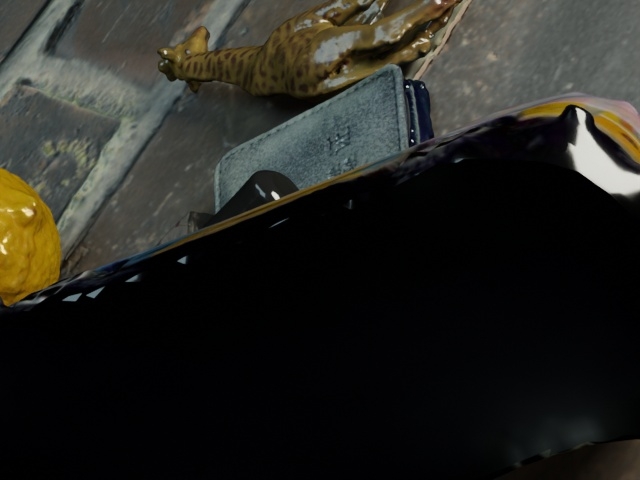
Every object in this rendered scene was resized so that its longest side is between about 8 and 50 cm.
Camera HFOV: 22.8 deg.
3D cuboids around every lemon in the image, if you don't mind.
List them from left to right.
[{"bbox_3d":[-0.269,0.023,1.162,0.187,0.142,0.142,-39,38,19],"label":"lemon"}]

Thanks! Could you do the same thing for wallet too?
[{"bbox_3d":[-0.001,-0.001,1.004,0.167,0.036,0.222,-26,42,26],"label":"wallet"}]

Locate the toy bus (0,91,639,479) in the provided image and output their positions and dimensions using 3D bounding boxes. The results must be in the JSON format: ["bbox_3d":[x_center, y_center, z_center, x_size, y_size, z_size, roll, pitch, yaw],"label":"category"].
[{"bbox_3d":[0.014,0.041,0.806,0.386,0.171,0.162,-20,10,27],"label":"toy bus"}]

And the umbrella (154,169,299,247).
[{"bbox_3d":[-0.132,0.079,0.998,0.337,0.073,0.067,-43,55,19],"label":"umbrella"}]

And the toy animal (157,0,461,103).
[{"bbox_3d":[-0.014,-0.141,1.131,0.275,0.054,0.149,-22,42,32],"label":"toy animal"}]
